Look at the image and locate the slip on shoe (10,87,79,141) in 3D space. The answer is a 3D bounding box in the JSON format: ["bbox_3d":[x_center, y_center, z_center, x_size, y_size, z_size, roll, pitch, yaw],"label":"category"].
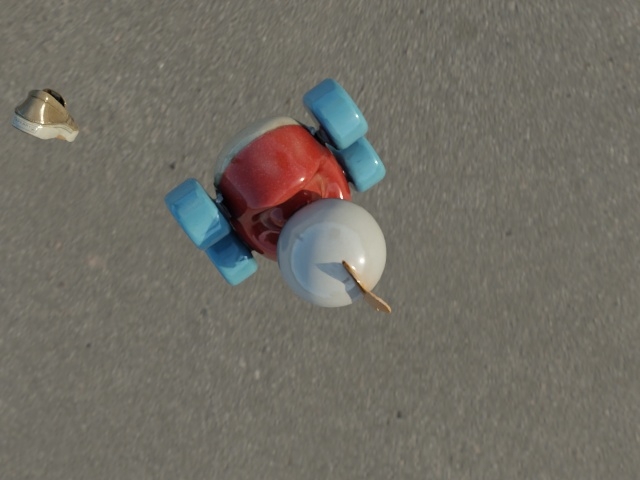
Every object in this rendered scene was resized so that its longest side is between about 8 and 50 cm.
[{"bbox_3d":[-0.257,-0.123,1.147,0.051,0.135,0.041,25,96,3],"label":"slip on shoe"}]

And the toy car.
[{"bbox_3d":[0.000,0.000,1.268,0.219,0.210,0.238,-35,64,-3],"label":"toy car"}]
